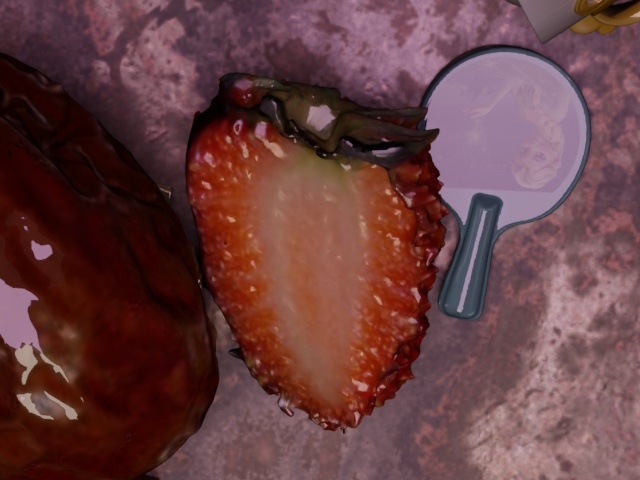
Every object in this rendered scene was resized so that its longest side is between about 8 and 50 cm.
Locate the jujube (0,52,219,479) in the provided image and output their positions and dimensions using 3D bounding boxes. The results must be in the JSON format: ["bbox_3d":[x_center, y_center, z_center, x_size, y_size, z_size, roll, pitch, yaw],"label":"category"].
[{"bbox_3d":[-0.241,0.030,1.574,0.276,0.276,0.377,-39,95,8],"label":"jujube"}]

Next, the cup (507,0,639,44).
[{"bbox_3d":[0.233,-0.266,1.564,0.226,0.185,0.241,-27,137,10],"label":"cup"}]

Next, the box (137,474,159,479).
[{"bbox_3d":[-0.295,0.262,1.720,0.274,0.076,0.174,15,102,0],"label":"box"}]

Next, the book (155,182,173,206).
[{"bbox_3d":[-0.236,0.015,1.707,0.192,0.013,0.168,11,100,0],"label":"book"}]

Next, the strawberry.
[{"bbox_3d":[0.000,0.000,1.654,0.233,0.137,0.306,17,127,18],"label":"strawberry"}]

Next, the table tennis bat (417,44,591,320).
[{"bbox_3d":[0.144,-0.048,1.670,0.149,0.038,0.237,14,97,-1],"label":"table tennis bat"}]
